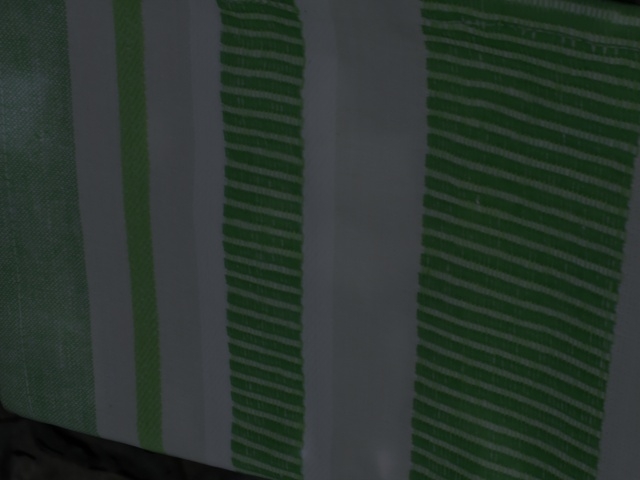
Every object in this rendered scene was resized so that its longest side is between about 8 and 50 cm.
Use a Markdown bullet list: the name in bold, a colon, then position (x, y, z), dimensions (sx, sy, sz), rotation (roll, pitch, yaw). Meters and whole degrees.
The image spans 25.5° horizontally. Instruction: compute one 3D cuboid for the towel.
- **towel**: position (0.000, 0.000, 0.538), dimensions (0.325, 0.038, 0.247), rotation (11, 119, 23)
